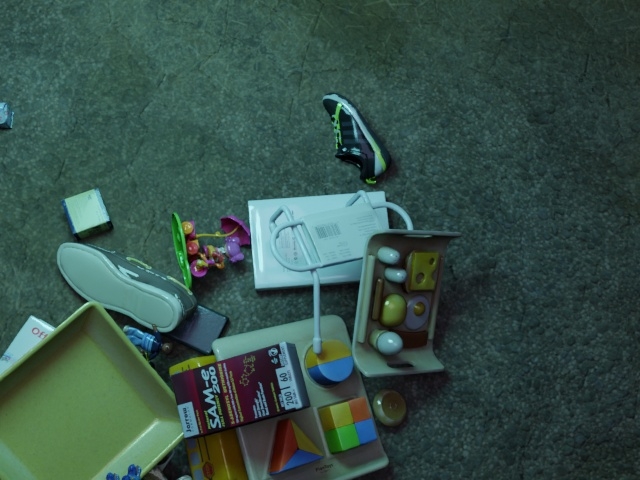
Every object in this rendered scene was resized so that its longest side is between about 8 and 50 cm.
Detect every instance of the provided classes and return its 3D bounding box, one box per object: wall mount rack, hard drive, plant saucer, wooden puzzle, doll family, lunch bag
[{"bbox_3d":[0.047,0.055,1.879,0.350,0.130,0.304,-12,71,-31],"label":"wall mount rack"},{"bbox_3d":[0.000,0.000,2.006,0.308,0.040,0.202,-4,75,-6],"label":"hard drive"},{"bbox_3d":[-0.278,0.181,1.942,0.135,0.022,0.094,25,74,3],"label":"hard drive"},{"bbox_3d":[0.152,0.354,1.920,0.084,0.015,0.083,10,65,-23],"label":"plant saucer"},{"bbox_3d":[-0.027,0.328,1.829,0.322,0.080,0.347,-9,72,-35],"label":"wooden puzzle"},{"bbox_3d":[-0.461,0.336,1.694,0.333,0.081,0.332,-42,110,-22],"label":"plant saucer"},{"bbox_3d":[-0.368,0.263,1.864,0.111,0.192,0.076,19,30,16],"label":"doll family"},{"bbox_3d":[-0.728,-0.282,1.999,0.071,0.083,0.053,3,74,-5],"label":"lunch bag"}]

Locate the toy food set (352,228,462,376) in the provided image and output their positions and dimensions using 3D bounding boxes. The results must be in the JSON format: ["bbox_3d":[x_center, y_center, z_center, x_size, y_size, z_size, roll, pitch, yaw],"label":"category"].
[{"bbox_3d":[0.191,0.127,1.868,0.220,0.092,0.306,1,101,-35],"label":"toy food set"}]

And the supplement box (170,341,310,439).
[{"bbox_3d":[-0.153,0.286,1.715,0.240,0.073,0.130,-18,77,11],"label":"supplement box"}]

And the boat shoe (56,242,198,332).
[{"bbox_3d":[-0.412,0.088,1.915,0.325,0.097,0.116,24,115,18],"label":"boat shoe"}]

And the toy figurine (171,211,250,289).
[{"bbox_3d":[-0.226,0.010,1.948,0.159,0.130,0.173,-10,69,-17],"label":"toy figurine"}]

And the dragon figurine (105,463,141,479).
[{"bbox_3d":[-0.326,0.551,1.661,0.085,0.144,0.289,-8,85,37],"label":"dragon figurine"}]

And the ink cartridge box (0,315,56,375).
[{"bbox_3d":[-0.561,0.301,1.810,0.171,0.168,0.232,32,75,4],"label":"ink cartridge box"}]

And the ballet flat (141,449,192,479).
[{"bbox_3d":[-0.325,0.480,1.816,0.123,0.123,0.348,-36,80,-13],"label":"ballet flat"}]

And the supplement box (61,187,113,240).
[{"bbox_3d":[-0.509,-0.057,1.970,0.083,0.056,0.083,-21,78,-10],"label":"supplement box"}]

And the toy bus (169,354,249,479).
[{"bbox_3d":[-0.203,0.400,1.824,0.108,0.130,0.332,2,68,-51],"label":"toy bus"}]

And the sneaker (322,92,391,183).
[{"bbox_3d":[0.064,-0.233,2.052,0.097,0.084,0.234,-36,81,-12],"label":"sneaker"}]
